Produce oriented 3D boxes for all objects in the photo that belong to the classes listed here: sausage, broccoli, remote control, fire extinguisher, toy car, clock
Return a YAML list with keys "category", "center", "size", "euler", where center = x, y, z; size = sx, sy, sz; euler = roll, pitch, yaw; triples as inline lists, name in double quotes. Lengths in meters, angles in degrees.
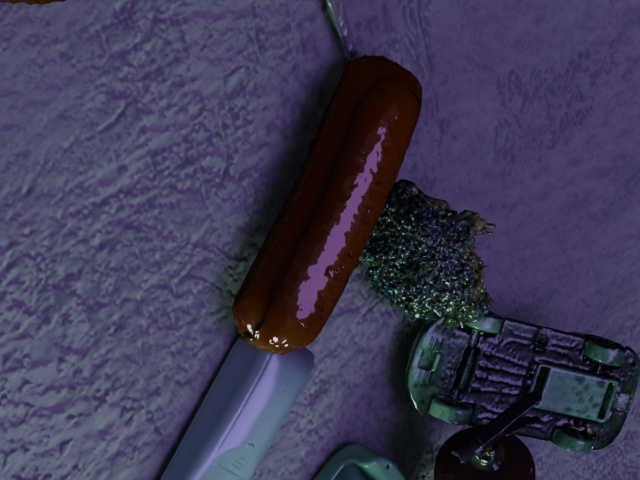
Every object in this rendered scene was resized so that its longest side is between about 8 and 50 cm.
- category: "sausage"
  center: [0.015, -0.037, 1.528]
  size: [0.102, 0.102, 0.330]
  euler: [32, 80, -44]
- category: "broccoli"
  center: [0.125, 0.010, 1.655]
  size: [0.160, 0.167, 0.154]
  euler: [-57, 170, -53]
- category: "remote control"
  center: [-0.100, 0.227, 1.554]
  size: [0.103, 0.051, 0.293]
  euler: [39, 77, -43]
- category: "fire extinguisher"
  center: [0.193, 0.308, 1.733]
  size: [0.135, 0.114, 0.337]
  euler: [-27, 140, -20]
- category: "toy car"
  center: [0.228, 0.155, 1.785]
  size: [0.306, 0.125, 0.136]
  euler: [14, 99, -22]
- category: "clock"
  center: [0.025, 0.347, 1.697]
  size: [0.211, 0.066, 0.159]
  euler: [-51, 130, -18]

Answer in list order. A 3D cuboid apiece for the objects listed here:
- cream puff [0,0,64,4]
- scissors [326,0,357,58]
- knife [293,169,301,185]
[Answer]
- category: "cream puff"
  center: [-0.204, -0.324, 1.176]
  size: [0.303, 0.212, 0.303]
  euler: [-18, 119, -36]
- category: "scissors"
  center: [0.001, -0.278, 1.509]
  size: [0.110, 0.021, 0.212]
  euler: [-39, 126, -31]
- category: "knife"
  center: [0.002, 0.000, 1.598]
  size: [0.078, 0.023, 0.166]
  euler: [-9, 108, -35]
